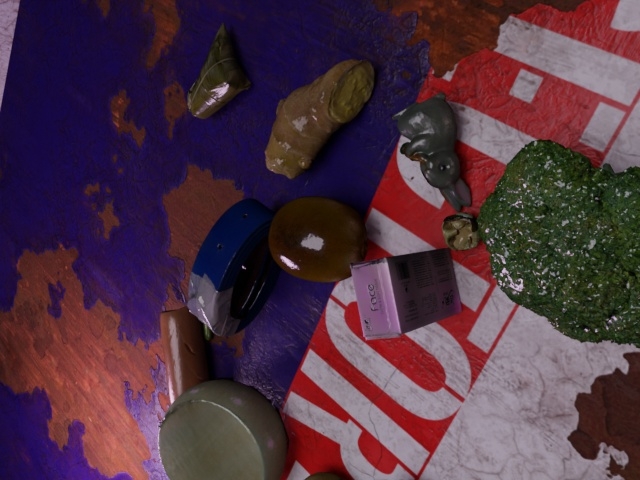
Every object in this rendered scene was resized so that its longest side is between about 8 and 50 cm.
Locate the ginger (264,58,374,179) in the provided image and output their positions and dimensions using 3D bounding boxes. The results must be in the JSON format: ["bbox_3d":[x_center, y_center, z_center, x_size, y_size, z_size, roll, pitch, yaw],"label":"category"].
[{"bbox_3d":[-0.011,-0.289,1.413,0.354,0.126,0.190,-36,62,32],"label":"ginger"}]

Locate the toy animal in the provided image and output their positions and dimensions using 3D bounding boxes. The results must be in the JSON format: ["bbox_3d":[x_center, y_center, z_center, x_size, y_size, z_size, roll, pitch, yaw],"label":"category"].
[{"bbox_3d":[0.235,-0.175,1.229,0.138,0.108,0.236,-33,74,35],"label":"toy animal"}]

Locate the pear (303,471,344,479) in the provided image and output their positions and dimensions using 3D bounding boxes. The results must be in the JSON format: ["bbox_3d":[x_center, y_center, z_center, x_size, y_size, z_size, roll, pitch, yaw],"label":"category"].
[{"bbox_3d":[0.008,0.644,1.462,0.167,0.136,0.167,1,91,43],"label":"pear"}]

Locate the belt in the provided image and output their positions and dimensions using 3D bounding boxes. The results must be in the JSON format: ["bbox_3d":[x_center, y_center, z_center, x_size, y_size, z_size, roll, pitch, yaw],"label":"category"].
[{"bbox_3d":[-0.206,0.071,1.539,0.117,0.212,0.347,35,110,30],"label":"belt"}]

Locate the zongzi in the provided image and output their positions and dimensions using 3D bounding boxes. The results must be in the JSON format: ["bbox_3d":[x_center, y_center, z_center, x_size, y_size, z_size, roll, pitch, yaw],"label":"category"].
[{"bbox_3d":[-0.302,-0.450,1.649,0.205,0.094,0.204,-28,72,37],"label":"zongzi"}]

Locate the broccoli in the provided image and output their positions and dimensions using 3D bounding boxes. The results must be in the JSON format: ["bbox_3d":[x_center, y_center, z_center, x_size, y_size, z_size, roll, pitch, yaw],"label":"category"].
[{"bbox_3d":[0.426,0.005,0.978,0.413,0.310,0.321,-177,91,-73],"label":"broccoli"}]

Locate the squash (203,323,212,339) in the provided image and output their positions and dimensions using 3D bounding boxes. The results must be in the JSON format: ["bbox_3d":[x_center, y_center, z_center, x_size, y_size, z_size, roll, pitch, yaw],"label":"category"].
[{"bbox_3d":[-0.326,0.248,1.768,0.027,0.027,0.083,2,94,39],"label":"squash"}]

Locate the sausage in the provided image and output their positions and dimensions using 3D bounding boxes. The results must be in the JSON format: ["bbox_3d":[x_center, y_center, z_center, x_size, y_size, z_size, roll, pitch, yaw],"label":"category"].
[{"bbox_3d":[-0.390,0.343,1.766,0.121,0.121,0.304,-9,87,39],"label":"sausage"}]

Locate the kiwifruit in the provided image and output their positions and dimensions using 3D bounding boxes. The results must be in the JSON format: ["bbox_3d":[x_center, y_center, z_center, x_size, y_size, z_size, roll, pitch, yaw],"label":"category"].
[{"bbox_3d":[0.000,0.000,1.384,0.234,0.196,0.196,18,105,30],"label":"kiwifruit"}]

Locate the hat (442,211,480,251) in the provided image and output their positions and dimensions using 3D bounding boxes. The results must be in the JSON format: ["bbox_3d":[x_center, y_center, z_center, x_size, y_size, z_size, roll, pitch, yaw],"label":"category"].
[{"bbox_3d":[0.290,-0.022,1.232,0.077,0.059,0.076,-6,106,44],"label":"hat"}]

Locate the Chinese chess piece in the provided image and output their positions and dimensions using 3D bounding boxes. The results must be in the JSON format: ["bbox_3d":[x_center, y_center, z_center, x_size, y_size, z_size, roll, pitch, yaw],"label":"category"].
[{"bbox_3d":[-0.256,0.539,1.609,0.349,0.146,0.349,5,102,22],"label":"Chinese chess piece"}]

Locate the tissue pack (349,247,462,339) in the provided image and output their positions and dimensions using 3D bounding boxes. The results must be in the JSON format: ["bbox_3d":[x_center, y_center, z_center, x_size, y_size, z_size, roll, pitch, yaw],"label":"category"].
[{"bbox_3d":[0.175,0.100,1.211,0.092,0.246,0.149,-14,85,39],"label":"tissue pack"}]
